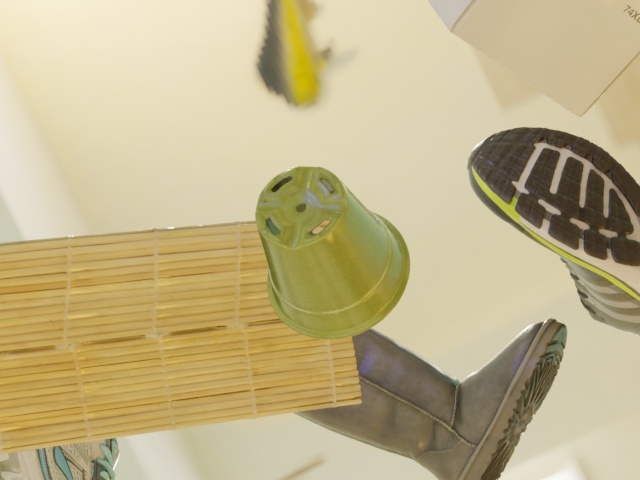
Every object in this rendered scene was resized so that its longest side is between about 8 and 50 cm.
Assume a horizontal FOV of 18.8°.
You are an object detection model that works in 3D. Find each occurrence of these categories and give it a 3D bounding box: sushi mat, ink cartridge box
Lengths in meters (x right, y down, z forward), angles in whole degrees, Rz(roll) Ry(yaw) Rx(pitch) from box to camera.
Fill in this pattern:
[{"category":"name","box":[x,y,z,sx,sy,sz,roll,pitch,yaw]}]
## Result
[{"category":"sushi mat","box":[-0.117,0.066,1.424,0.019,0.316,0.151,-164,71,-65]},{"category":"ink cartridge box","box":[0.212,-0.301,1.947,0.198,0.197,0.270,29,-160,-33]}]

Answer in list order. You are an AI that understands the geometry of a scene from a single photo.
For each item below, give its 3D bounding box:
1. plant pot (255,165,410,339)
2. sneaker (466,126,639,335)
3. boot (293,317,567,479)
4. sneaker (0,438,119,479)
[{"category":"plant pot","box":[0.000,0.000,1.055,0.079,0.083,0.083,61,-176,-57]},{"category":"sneaker","box":[0.244,0.015,1.663,0.300,0.111,0.121,34,147,-8]},{"category":"boot","box":[0.083,0.106,1.648,0.208,0.189,0.076,32,-177,25]},{"category":"sneaker","box":[-0.211,0.204,1.610,0.283,0.122,0.110,63,151,17]}]
